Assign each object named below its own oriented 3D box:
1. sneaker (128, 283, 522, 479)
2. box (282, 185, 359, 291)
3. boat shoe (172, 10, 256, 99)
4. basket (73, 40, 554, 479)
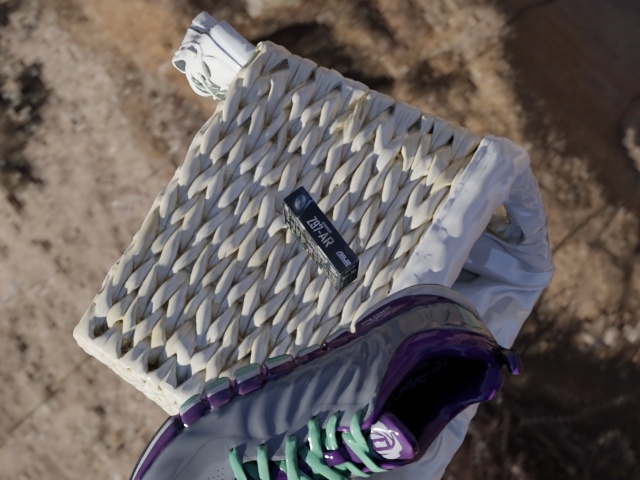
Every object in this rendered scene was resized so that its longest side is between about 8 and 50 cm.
[{"bbox_3d":[-0.003,0.101,0.858,0.083,0.224,0.098,57,174,-19],"label":"sneaker"},{"bbox_3d":[0.000,0.000,1.165,0.067,0.018,0.083,52,174,9],"label":"box"},{"bbox_3d":[-0.100,-0.178,1.695,0.083,0.226,0.076,37,92,-18],"label":"boat shoe"},{"bbox_3d":[0.009,0.059,1.437,0.266,0.331,0.328,26,169,20],"label":"basket"}]
